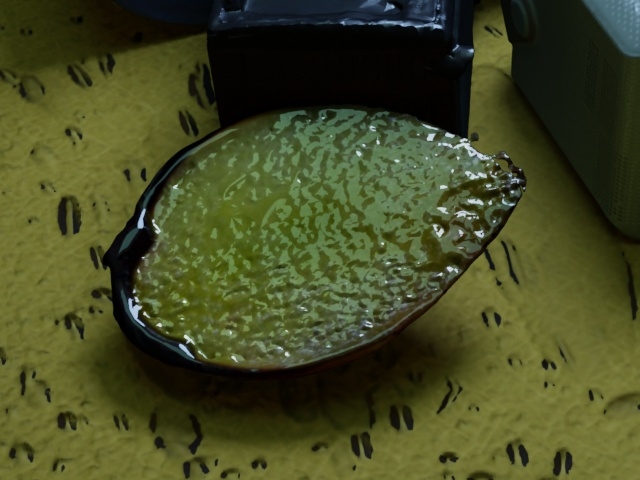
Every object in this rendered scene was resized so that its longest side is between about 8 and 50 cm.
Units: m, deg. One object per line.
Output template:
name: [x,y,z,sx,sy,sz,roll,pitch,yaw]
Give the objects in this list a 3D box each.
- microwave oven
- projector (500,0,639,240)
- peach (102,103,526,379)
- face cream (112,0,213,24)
microwave oven: [0.026,-0.162,1.321,0.178,0.188,0.247,2,44,6]
projector: [0.233,-0.147,1.298,0.163,0.177,0.242,-14,44,-12]
peach: [-0.001,0.002,1.209,0.279,0.068,0.189,-11,69,4]
face cream: [-0.110,-0.331,1.460,0.249,0.249,0.225,-15,45,-11]
